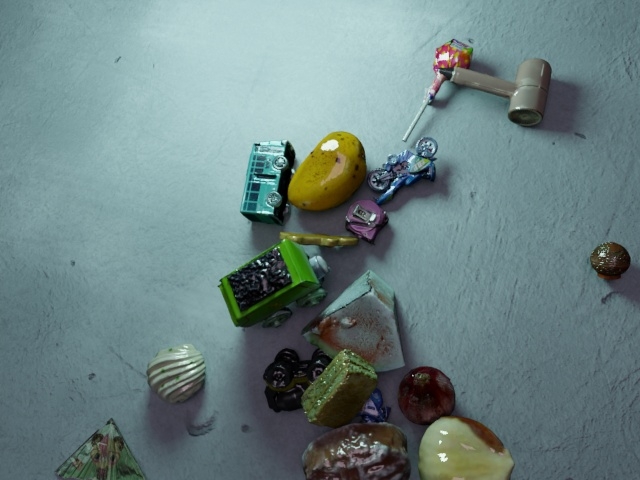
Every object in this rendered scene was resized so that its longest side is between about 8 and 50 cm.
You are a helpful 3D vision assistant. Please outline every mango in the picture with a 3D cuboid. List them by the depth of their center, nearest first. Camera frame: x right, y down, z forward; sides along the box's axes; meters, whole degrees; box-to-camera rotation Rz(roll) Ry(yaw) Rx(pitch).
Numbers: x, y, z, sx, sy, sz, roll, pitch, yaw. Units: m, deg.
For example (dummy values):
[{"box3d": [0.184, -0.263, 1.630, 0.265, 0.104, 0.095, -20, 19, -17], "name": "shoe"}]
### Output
[{"box3d": [0.026, -0.200, 1.640, 0.290, 0.160, 0.191, -43, 80, 1], "name": "mango"}]

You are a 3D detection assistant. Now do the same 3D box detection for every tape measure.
[{"box3d": [0.141, -0.062, 1.618, 0.125, 0.074, 0.118, 25, 79, 14], "name": "tape measure"}]

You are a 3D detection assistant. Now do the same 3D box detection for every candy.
[{"box3d": [0.094, 0.584, 1.367, 0.289, 0.157, 0.214, -21, 116, 6], "name": "candy"}, {"box3d": [0.360, -0.471, 1.686, 0.124, 0.124, 0.365, 29, 88, 17], "name": "candy"}]

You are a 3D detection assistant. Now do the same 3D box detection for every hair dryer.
[{"box3d": [0.529, -0.492, 1.620, 0.344, 0.107, 0.189, 16, 77, -1], "name": "hair dryer"}]

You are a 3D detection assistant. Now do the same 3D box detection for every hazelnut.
[{"box3d": [0.364, 0.566, 1.295, 0.241, 0.261, 0.261, -20, 70, 29], "name": "hazelnut"}]

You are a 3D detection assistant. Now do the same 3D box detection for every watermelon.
[{"box3d": [0.126, 0.231, 1.451, 0.319, 0.214, 0.289, -26, 62, -27], "name": "watermelon"}]

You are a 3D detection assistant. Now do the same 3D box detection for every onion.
[{"box3d": [0.276, 0.401, 1.398, 0.159, 0.195, 0.160, -9, 52, 12], "name": "onion"}]

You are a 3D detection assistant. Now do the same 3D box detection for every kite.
[{"box3d": [-0.651, 0.673, 1.585, 0.322, 0.013, 0.268, -1, 73, 13], "name": "kite"}]

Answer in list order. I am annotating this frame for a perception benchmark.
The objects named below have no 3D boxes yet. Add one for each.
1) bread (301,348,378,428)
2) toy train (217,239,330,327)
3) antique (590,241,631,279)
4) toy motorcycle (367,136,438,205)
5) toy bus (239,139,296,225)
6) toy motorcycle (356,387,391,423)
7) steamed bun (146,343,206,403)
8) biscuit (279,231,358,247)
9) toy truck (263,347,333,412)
[{"box3d": [0.054, 0.393, 1.380, 0.196, 0.138, 0.102, -50, 41, 9], "name": "bread"}, {"box3d": [-0.132, 0.136, 1.509, 0.307, 0.249, 0.174, -31, 70, 15], "name": "toy train"}, {"box3d": [0.796, 0.052, 1.452, 0.104, 0.104, 0.104, -3, 74, 10], "name": "antique"}, {"box3d": [0.265, -0.208, 1.632, 0.254, 0.092, 0.136, -32, 80, 9], "name": "toy motorcycle"}, {"box3d": [-0.165, -0.187, 1.684, 0.147, 0.128, 0.256, 5, 77, 13], "name": "toy bus"}, {"box3d": [0.132, 0.446, 1.478, 0.114, 0.076, 0.205, -15, 70, -3], "name": "toy motorcycle"}, {"box3d": [-0.434, 0.396, 1.577, 0.182, 0.106, 0.183, -3, 73, 11], "name": "steamed bun"}, {"box3d": [0.000, 0.002, 1.588, 0.240, 0.158, 0.035, 4, 98, -13], "name": "biscuit"}, {"box3d": [-0.048, 0.400, 1.495, 0.224, 0.147, 0.165, -6, 96, 7], "name": "toy truck"}]
